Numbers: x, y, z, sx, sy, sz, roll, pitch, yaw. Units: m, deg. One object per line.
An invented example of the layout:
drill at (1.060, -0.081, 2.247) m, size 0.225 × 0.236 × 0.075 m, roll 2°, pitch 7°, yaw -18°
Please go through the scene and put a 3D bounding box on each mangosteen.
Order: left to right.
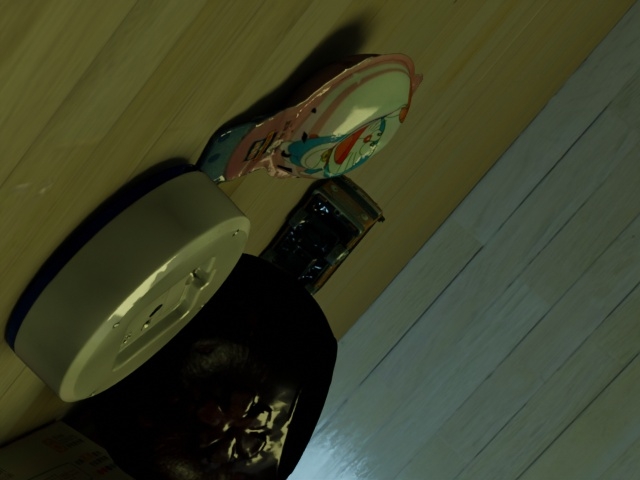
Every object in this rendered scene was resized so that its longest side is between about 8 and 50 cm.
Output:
mangosteen at (-0.106, 0.136, 1.498) m, size 0.287 × 0.233 × 0.287 m, roll 13°, pitch 90°, yaw -78°

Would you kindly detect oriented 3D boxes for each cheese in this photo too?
cheese at (-0.008, -0.110, 1.383) m, size 0.286 × 0.074 × 0.189 m, roll -21°, pitch 155°, yaw -40°

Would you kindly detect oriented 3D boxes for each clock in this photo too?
clock at (-0.164, 0.040, 1.253) m, size 0.230 × 0.083 × 0.230 m, roll -45°, pitch 172°, yaw -8°

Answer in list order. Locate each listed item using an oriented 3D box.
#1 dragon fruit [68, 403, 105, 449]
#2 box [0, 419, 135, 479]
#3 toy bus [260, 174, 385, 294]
dragon fruit at (-0.194, 0.265, 1.705) m, size 0.200 × 0.269 × 0.198 m, roll 66°, pitch 31°, yaw -47°
box at (-0.267, 0.302, 1.487) m, size 0.091 × 0.221 × 0.274 m, roll -62°, pitch 166°, yaw 13°
toy bus at (0.000, 0.000, 1.873) m, size 0.182 × 0.091 × 0.103 m, roll -51°, pitch 173°, yaw 38°
